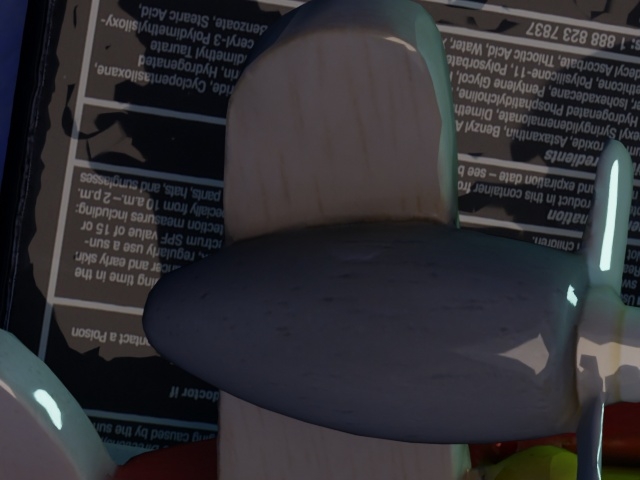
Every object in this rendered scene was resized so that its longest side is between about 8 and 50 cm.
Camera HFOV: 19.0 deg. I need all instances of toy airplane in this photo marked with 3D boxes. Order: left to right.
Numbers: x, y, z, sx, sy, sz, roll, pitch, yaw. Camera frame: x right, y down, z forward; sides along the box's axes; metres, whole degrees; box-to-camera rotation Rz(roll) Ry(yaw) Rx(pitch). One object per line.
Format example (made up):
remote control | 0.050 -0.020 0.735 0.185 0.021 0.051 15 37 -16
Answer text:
toy airplane | 0.030 0.142 0.674 0.386 0.272 0.384 33 114 -29

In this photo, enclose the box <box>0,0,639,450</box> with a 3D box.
box | 0.000 0.000 0.873 0.296 0.183 0.294 8 99 -12
